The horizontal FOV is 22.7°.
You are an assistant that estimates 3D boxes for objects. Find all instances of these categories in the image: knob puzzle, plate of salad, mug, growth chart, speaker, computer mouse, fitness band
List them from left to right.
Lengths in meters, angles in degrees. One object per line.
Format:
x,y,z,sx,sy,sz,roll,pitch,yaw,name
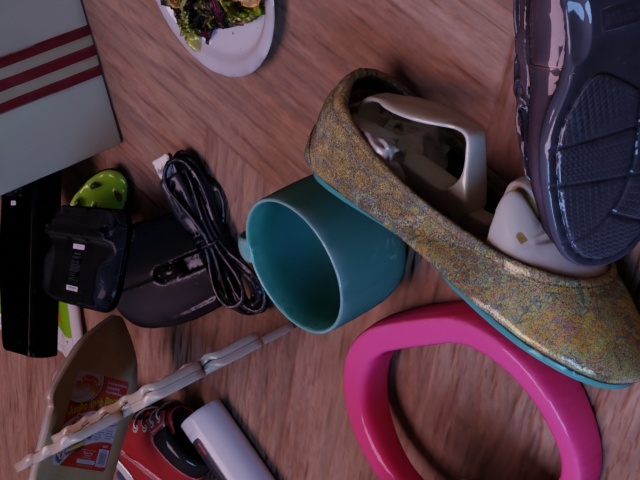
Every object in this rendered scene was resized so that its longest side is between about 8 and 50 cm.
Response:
-0.373,0.072,2.069,0.237,0.021,0.172,21,129,46,growth chart
-0.257,0.174,1.751,0.030,0.213,0.213,12,127,23,knob puzzle
-0.172,0.026,1.697,0.188,0.072,0.272,62,148,-1,computer mouse
-0.112,-0.238,1.437,0.200,0.048,0.199,35,139,36,plate of salad
-0.097,0.244,1.768,0.136,0.055,0.055,54,147,14,speaker
0.004,-0.004,1.398,0.158,0.097,0.129,43,144,30,mug
0.123,0.156,1.389,0.291,0.054,0.209,-15,100,56,fitness band

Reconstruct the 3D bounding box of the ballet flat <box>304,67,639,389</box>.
0.122,-0.023,1.211,0.348,0.123,0.123,39,141,33,ballet flat

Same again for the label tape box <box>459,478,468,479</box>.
0.147,0.334,1.364,0.348,0.115,0.249,32,149,33,label tape box

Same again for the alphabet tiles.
-0.167,0.151,1.587,0.021,0.278,0.284,63,149,2,alphabet tiles

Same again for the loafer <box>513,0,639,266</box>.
0.179,-0.135,1.068,0.095,0.109,0.302,-134,37,-59,loafer

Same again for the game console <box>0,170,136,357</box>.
-0.280,0.027,1.717,0.361,0.044,0.213,6,95,62,game console

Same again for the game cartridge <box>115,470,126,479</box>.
-0.147,0.418,1.974,0.294,0.060,0.196,28,138,43,game cartridge

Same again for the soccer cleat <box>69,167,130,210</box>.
-0.257,-0.020,1.797,0.060,0.072,0.179,27,124,-4,soccer cleat

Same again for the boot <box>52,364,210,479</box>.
-0.218,0.204,1.888,0.244,0.088,0.176,44,143,16,boot

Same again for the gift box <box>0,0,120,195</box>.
-0.409,-0.185,1.704,0.255,0.258,0.276,5,118,53,gift box
